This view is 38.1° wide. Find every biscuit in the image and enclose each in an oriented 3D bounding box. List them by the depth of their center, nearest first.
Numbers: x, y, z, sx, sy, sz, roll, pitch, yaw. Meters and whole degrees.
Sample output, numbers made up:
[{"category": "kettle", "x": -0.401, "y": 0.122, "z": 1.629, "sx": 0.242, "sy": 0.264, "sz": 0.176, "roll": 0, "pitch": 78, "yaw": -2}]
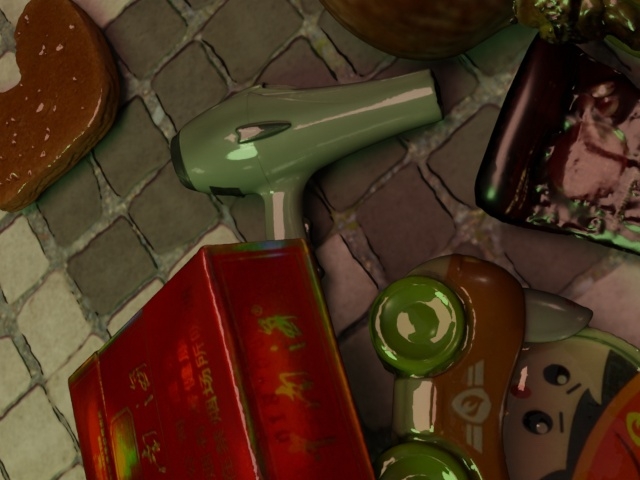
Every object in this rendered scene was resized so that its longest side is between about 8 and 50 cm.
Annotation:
[{"category": "biscuit", "x": 0.234, "y": -0.044, "z": 0.659, "sx": 0.235, "sy": 0.063, "sz": 0.151, "roll": 26, "pitch": 93, "yaw": 24}, {"category": "biscuit", "x": -0.289, "y": -0.144, "z": 0.940, "sx": 0.192, "sy": 0.036, "sz": 0.186, "roll": -39, "pitch": 64, "yaw": 15}]

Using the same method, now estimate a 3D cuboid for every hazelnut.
[{"category": "hazelnut", "x": 0.084, "y": -0.245, "z": 0.713, "sx": 0.214, "sy": 0.176, "sz": 0.214, "roll": 13, "pitch": 124, "yaw": 20}]

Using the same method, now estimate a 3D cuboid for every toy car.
[{"category": "toy car", "x": 0.140, "y": 0.123, "z": 0.650, "sx": 0.235, "sy": 0.145, "sz": 0.235, "roll": -1, "pitch": 79, "yaw": 5}]

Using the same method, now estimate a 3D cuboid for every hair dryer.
[{"category": "hair dryer", "x": 0.024, "y": -0.029, "z": 0.765, "sx": 0.229, "sy": 0.092, "sz": 0.267, "roll": -32, "pitch": 83, "yaw": 11}]

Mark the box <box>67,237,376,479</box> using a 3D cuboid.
[{"category": "box", "x": -0.090, "y": 0.149, "z": 0.677, "sx": 0.313, "sy": 0.089, "sz": 0.198, "roll": -39, "pitch": 63, "yaw": 52}]

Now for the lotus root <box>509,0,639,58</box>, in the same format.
[{"category": "lotus root", "x": 0.283, "y": -0.198, "z": 0.607, "sx": 0.314, "sy": 0.169, "sz": 0.142, "roll": -4, "pitch": 65, "yaw": 16}]
